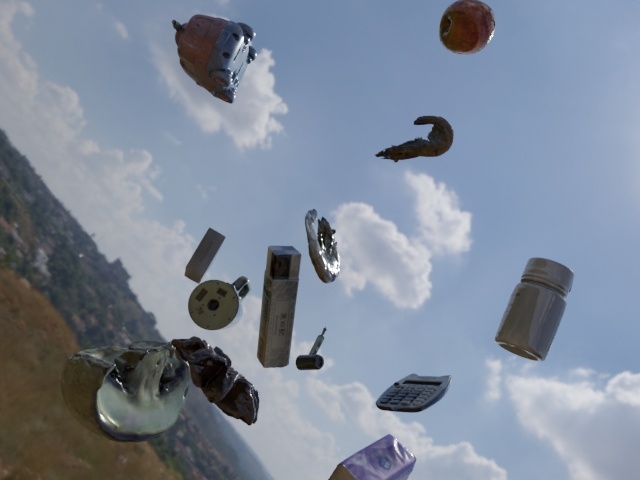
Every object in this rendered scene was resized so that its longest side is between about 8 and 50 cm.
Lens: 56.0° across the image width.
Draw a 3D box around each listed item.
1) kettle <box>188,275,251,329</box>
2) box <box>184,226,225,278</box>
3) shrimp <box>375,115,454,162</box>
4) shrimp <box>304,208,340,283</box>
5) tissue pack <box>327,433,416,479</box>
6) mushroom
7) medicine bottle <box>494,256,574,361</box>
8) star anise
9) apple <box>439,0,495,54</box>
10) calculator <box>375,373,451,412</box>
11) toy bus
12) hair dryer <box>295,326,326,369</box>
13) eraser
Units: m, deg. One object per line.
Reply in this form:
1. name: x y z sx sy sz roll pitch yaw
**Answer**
1. kettle: -0.315 0.202 1.999 0.160 0.210 0.243 35 -8 8
2. box: -0.376 0.054 1.948 0.067 0.149 0.233 28 -15 -8
3. shrimp: 0.343 -0.377 2.229 0.296 0.169 0.058 -5 -19 18
4. shrimp: 0.000 0.000 2.053 0.360 0.085 0.247 -87 155 -58
5. tissue pack: 0.147 0.822 2.015 0.160 0.242 0.338 36 22 28
6. mushroom: -0.406 0.301 1.220 0.164 0.267 0.189 4 -85 26
7. medicine bottle: 0.567 0.180 1.590 0.145 0.252 0.144 24 -10 5
8. star anise: -0.275 0.370 1.634 0.332 0.117 0.331 39 -13 11
9. apple: 0.377 -0.544 1.534 0.146 0.146 0.146 45 -18 19
10. calculator: 0.271 0.443 1.747 0.177 0.268 0.040 -6 -88 35
11. toy bus: -0.346 -0.591 1.913 0.232 0.197 0.294 24 -8 0
12. hair dryer: -0.012 0.396 2.238 0.100 0.197 0.057 -12 -53 38
13. eraser: -0.140 0.221 2.000 0.098 0.096 0.403 -138 -127 -61
